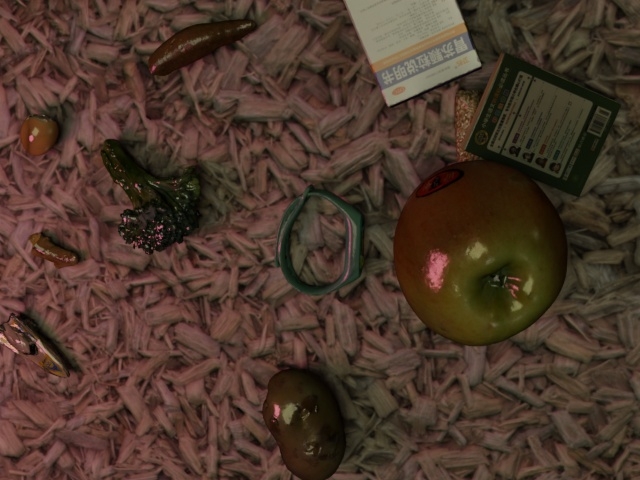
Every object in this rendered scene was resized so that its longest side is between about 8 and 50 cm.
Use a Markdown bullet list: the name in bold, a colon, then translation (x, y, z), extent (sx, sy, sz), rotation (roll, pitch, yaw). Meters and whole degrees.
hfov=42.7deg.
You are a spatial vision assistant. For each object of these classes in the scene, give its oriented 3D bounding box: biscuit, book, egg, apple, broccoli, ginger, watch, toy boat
- **biscuit**: translation (0.306, -0.221, 1.646), extent (0.070, 0.082, 0.169), rotation (-4, 105, 19)
- **book**: translation (0.430, -0.223, 1.600), extent (0.264, 0.027, 0.202), rotation (20, 101, -11)
- **egg**: translation (-0.628, -0.234, 1.828), extent (0.080, 0.080, 0.096), rotation (20, 101, 7)
- **apple**: translation (0.298, 0.026, 1.557), extent (0.338, 0.305, 0.339), rotation (1, 123, 2)
- **broccoli**: translation (-0.362, -0.118, 1.771), extent (0.198, 0.177, 0.275), rotation (-23, 83, 20)
- **ginger**: translation (-0.625, 0.027, 1.899), extent (0.137, 0.044, 0.057), rotation (28, 87, 3)
- **watch**: translation (0.000, 0.000, 1.759), extent (0.195, 0.068, 0.237), rotation (5, 106, 13)
- **toy boat**: translation (-0.674, 0.255, 1.941), extent (0.210, 0.066, 0.084), rotation (39, 107, 1)

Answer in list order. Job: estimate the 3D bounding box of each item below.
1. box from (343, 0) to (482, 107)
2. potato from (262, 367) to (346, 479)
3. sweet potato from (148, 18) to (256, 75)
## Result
- **box**: translation (0.173, -0.439, 1.615), extent (0.200, 0.106, 0.300), rotation (-22, 97, 15)
- **potato**: translation (-0.030, 0.404, 1.801), extent (0.165, 0.165, 0.262), rotation (-20, 103, 14)
- **sweet potato**: translation (-0.254, -0.422, 1.725), extent (0.243, 0.077, 0.077), rotation (-26, 95, 9)
